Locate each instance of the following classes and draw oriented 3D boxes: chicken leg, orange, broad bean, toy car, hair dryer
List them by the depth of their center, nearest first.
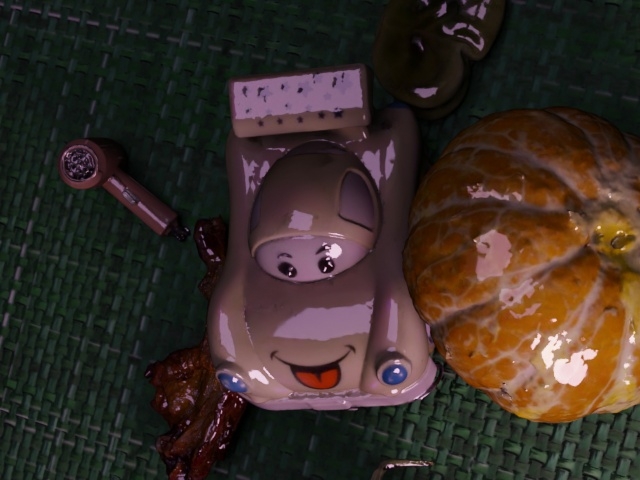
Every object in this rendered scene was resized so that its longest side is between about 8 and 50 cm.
[{"bbox_3d":[0.235,0.023,1.573,0.329,0.329,0.249,67,150,16],"label":"orange"},{"bbox_3d":[0.000,0.000,1.690,0.242,0.226,0.336,-4,65,15],"label":"toy car"},{"bbox_3d":[0.134,-0.243,1.789,0.153,0.072,0.206,10,76,22],"label":"broad bean"},{"bbox_3d":[-0.135,0.137,1.856,0.177,0.083,0.322,23,96,42],"label":"chicken leg"},{"bbox_3d":[-0.237,-0.060,1.916,0.182,0.117,0.064,38,99,3],"label":"hair dryer"}]

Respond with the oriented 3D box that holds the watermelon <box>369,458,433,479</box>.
[{"bbox_3d":[0.051,0.345,1.681,0.188,0.188,0.214,1,84,24],"label":"watermelon"}]
